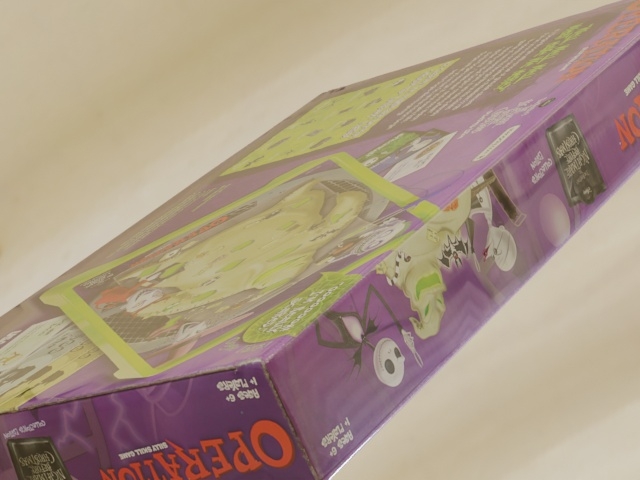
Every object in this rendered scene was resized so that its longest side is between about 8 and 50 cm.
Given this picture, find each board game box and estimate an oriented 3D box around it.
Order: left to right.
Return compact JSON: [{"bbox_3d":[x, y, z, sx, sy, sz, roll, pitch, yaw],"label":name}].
[{"bbox_3d":[0.000,0.000,0.732,0.208,0.347,0.056,-19,-77,39],"label":"board game box"}]
